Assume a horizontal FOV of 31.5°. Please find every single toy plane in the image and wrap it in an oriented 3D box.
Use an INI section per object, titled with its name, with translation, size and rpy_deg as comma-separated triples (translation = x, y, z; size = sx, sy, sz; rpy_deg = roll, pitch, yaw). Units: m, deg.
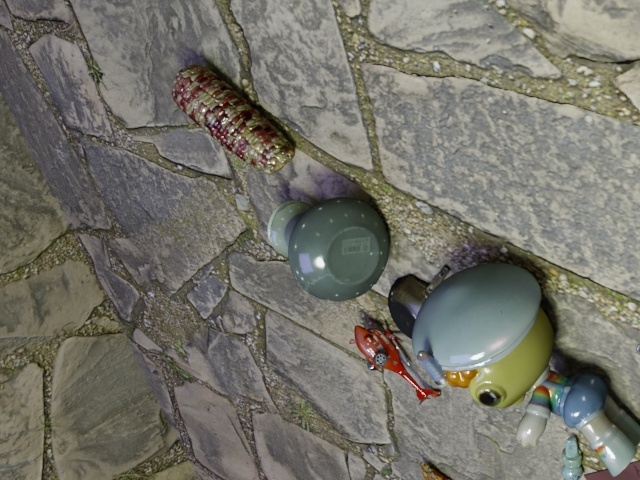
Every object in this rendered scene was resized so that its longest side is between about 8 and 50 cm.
[toy plane]
translation = 0.135, 0.231, 2.127
size = 0.194, 0.077, 0.126
rpy_deg = 53, 162, -15

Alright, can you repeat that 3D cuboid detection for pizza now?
[pizza]
translation = 0.241, 0.493, 2.285
size = 0.100, 0.029, 0.099
rpy_deg = 38, 155, 34

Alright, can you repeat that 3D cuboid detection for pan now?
[pan]
translation = 0.161, 0.101, 1.965
size = 0.128, 0.048, 0.202
rpy_deg = 35, 145, 36

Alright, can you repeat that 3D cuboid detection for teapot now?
[teapot]
translation = 0.000, 0.000, 1.998
size = 0.251, 0.183, 0.183
rpy_deg = 26, 141, 61

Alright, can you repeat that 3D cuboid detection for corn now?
[corn]
translation = -0.159, -0.219, 2.084
size = 0.290, 0.098, 0.098
rpy_deg = 39, 148, 21

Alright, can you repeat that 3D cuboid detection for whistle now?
[whistle]
translation = 0.412, 0.361, 1.862
size = 0.035, 0.035, 0.100
rpy_deg = 28, 140, 41

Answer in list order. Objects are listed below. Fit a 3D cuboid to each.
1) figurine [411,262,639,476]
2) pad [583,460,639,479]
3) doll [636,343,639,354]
[figurine]
translation = 0.330, 0.180, 1.711
size = 0.381, 0.224, 0.205
rpy_deg = 31, 127, -3
[pad]
translation = 0.546, 0.422, 1.749
size = 0.202, 0.005, 0.300
rpy_deg = 54, 152, 3
[doll]
translation = 0.505, 0.172, 1.493
size = 0.194, 0.062, 0.104
rpy_deg = 20, 137, 39
